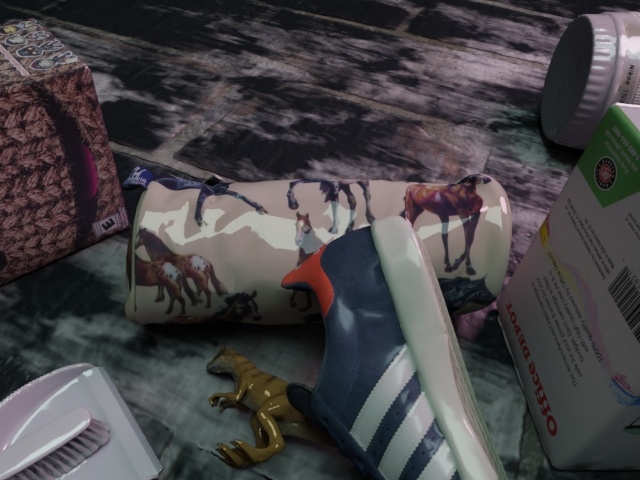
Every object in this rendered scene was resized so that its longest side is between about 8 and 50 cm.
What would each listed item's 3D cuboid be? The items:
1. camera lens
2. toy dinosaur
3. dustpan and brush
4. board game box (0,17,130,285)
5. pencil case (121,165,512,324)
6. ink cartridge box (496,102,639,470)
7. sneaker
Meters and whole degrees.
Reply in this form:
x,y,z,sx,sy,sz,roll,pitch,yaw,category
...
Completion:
x,y,z,sx,sy,sz,roll,pitch,yaw,category
0.530,-0.242,0.827,0.274,0.219,0.219,8,44,3,camera lens
-0.033,0.161,0.475,0.211,0.064,0.112,27,47,20,toy dinosaur
-0.262,0.190,0.425,0.211,0.060,0.147,-28,53,-29,dustpan and brush
-0.394,-0.074,0.561,0.291,0.232,0.141,-31,55,-30,board game box
0.000,0.000,0.574,0.410,0.160,0.184,0,60,-5,pencil case
0.284,0.054,0.463,0.117,0.278,0.201,4,44,-6,ink cartridge box
0.059,0.161,0.420,0.148,0.131,0.350,-20,70,14,sneaker
